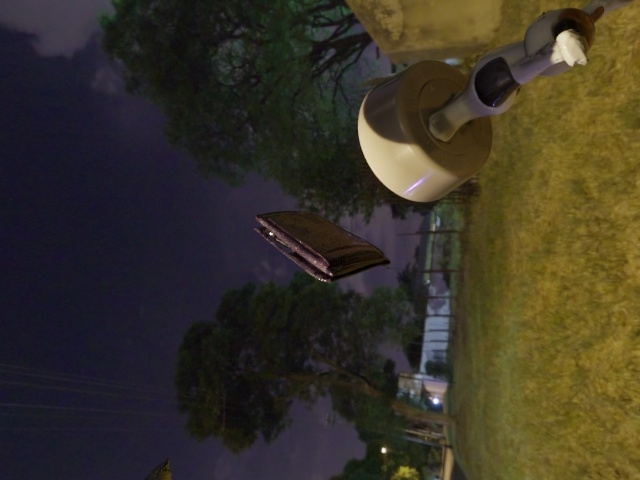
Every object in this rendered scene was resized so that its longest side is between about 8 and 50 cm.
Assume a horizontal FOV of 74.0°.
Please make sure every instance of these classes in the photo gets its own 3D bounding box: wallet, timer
[{"bbox_3d":[0.000,-0.001,0.569,0.111,0.165,0.030,-14,-55,-40],"label":"wallet"},{"bbox_3d":[0.181,-0.162,0.466,0.175,0.266,0.176,7,-105,-26],"label":"timer"}]

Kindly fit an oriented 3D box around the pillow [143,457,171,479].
[{"bbox_3d":[-0.276,0.494,0.647,0.185,0.074,0.303,-76,1,-56],"label":"pillow"}]
